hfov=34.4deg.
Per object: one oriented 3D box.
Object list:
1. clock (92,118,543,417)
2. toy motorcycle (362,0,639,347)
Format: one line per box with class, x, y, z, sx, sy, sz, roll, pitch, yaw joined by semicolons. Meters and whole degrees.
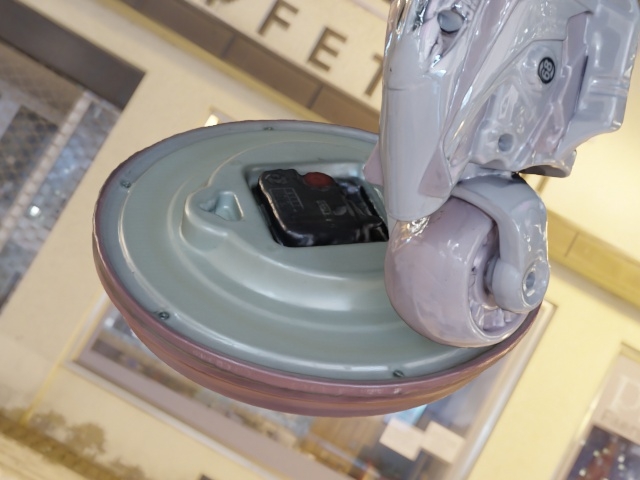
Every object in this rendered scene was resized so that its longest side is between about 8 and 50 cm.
clock;0.000;-0.001;0.559;0.244;0.244;0.056;26;-50;24
toy motorcycle;0.068;-0.078;0.434;0.112;0.254;0.112;7;7;-1
